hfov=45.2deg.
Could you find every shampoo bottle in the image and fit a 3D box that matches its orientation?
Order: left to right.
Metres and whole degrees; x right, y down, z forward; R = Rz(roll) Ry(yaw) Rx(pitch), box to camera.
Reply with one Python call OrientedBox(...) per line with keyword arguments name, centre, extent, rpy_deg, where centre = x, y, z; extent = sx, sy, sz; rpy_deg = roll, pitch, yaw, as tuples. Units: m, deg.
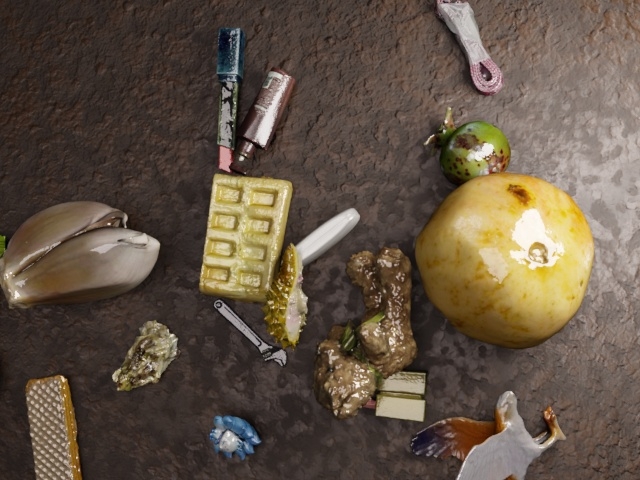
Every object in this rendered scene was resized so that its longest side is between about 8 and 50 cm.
OrientedBox(name="shampoo bottle", centre=(-0.127, -0.249, 1.631), extent=(0.067, 0.068, 0.236), rpy_deg=(29, 84, -30))

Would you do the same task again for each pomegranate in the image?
OrientedBox(name="pomegranate", centre=(0.293, -0.179, 1.537), extent=(0.169, 0.148, 0.148), rpy_deg=(33, 92, 17))
OrientedBox(name="pomegranate", centre=(0.327, 0.038, 1.439), extent=(0.343, 0.342, 0.342), rpy_deg=(-1, 86, 9))

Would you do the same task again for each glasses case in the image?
OrientedBox(name="glasses case", centre=(0.000, 0.000, 1.599), extent=(0.193, 0.074, 0.049), rpy_deg=(-37, 81, 5))

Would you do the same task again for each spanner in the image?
OrientedBox(name="spanner", centre=(-0.150, 0.197, 1.641), extent=(0.208, 0.012, 0.046), rpy_deg=(42, 92, 10))

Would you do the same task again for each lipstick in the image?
OrientedBox(name="lipstick", centre=(-0.200, -0.300, 1.667), extent=(0.051, 0.051, 0.312), rpy_deg=(3, 88, 7))

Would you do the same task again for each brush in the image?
OrientedBox(name="brush", centre=(0.100, 0.309, 1.576), extent=(0.233, 0.047, 0.103), rpy_deg=(4, 85, 12))

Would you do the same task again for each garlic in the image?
OrientedBox(name="garlic", centre=(-0.484, 0.001, 1.598), extent=(0.340, 0.246, 0.231), rpy_deg=(-24, 71, 22))

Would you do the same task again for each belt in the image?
OrientedBox(name="belt", centre=(0.312, -0.408, 1.591), extent=(0.071, 0.053, 0.232), rpy_deg=(-28, 82, 14))

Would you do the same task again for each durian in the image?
OrientedBox(name="durian", centre=(-0.079, 0.111, 1.556), extent=(0.078, 0.140, 0.224), rpy_deg=(6, 102, 22))

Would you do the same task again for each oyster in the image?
OrientedBox(name="oyster", centre=(-0.372, 0.258, 1.654), extent=(0.108, 0.053, 0.165), rpy_deg=(30, 84, 0))

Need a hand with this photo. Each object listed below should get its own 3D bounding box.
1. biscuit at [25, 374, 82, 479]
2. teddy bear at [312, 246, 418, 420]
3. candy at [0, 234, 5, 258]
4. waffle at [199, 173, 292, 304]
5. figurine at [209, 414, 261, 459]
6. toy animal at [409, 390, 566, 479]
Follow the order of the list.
OrientedBox(name="biscuit", centre=(-0.570, 0.484, 1.665), extent=(0.094, 0.054, 0.378), rpy_deg=(-10, 85, 9))
OrientedBox(name="teddy bear", centre=(0.066, 0.177, 1.502), extent=(0.223, 0.246, 0.296), rpy_deg=(-13, 89, -23))
OrientedBox(name="candy", centre=(-0.786, 0.100, 1.721), extent=(0.149, 0.069, 0.246), rpy_deg=(9, 88, 7))
OrientedBox(name="waffle", centre=(-0.161, -0.007, 1.634), extent=(0.168, 0.057, 0.274), rpy_deg=(8, 87, 9))
OrientedBox(name="figurine", centre=(-0.174, 0.410, 1.595), extent=(0.114, 0.079, 0.114), rpy_deg=(7, 112, 17))
OrientedBox(name="toy animal", centre=(0.369, 0.459, 1.486), extent=(0.302, 0.225, 0.284), rpy_deg=(-36, 100, -6))
